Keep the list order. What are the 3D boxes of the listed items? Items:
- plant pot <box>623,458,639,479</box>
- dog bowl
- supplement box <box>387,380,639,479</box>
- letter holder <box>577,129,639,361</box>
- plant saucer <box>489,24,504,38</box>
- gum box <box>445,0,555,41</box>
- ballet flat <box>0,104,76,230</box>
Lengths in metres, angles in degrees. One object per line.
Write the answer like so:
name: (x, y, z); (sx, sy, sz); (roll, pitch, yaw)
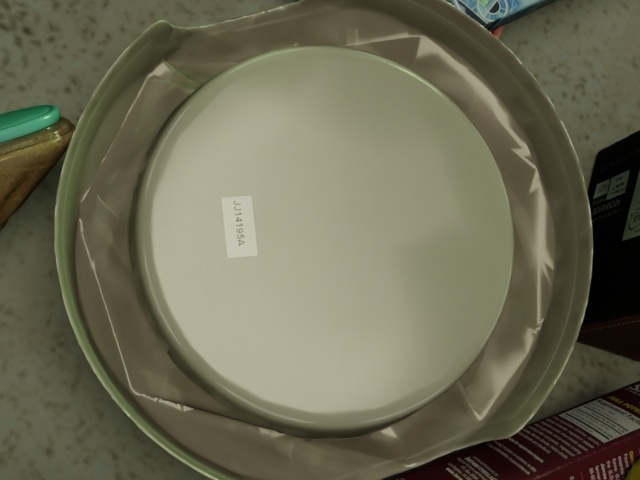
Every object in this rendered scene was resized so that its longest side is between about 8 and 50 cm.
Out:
plant pot: (0.265, 0.291, 0.694); (0.212, 0.187, 0.212); (31, 89, -23)
dog bowl: (0.000, 0.000, 0.772); (0.348, 0.102, 0.349); (2, 80, -13)
supplement box: (0.145, 0.197, 0.771); (0.239, 0.073, 0.130); (-18, 105, -15)
letter holder: (0.324, 0.008, 0.744); (0.214, 0.302, 0.152); (19, 77, -10)
plant saucer: (0.047, -0.287, 0.861); (0.258, 0.048, 0.259); (25, 77, -8)
gum box: (0.141, -0.246, 0.830); (0.184, 0.041, 0.157); (-26, 88, -15)
ballet flat: (-0.310, 0.008, 0.704); (0.342, 0.116, 0.124); (-14, 104, -15)
